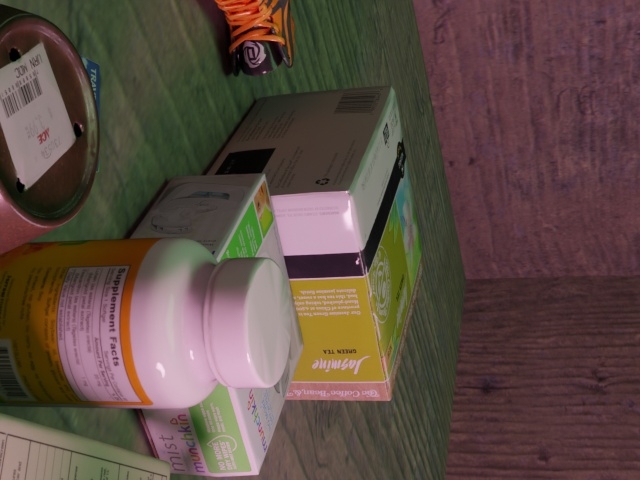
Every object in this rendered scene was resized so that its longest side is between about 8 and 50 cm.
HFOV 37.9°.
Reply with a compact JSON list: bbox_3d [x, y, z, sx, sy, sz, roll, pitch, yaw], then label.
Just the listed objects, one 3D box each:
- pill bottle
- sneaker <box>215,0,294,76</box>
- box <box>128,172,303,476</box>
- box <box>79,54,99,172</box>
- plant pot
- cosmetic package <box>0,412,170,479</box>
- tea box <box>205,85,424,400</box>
[{"bbox_3d":[-0.155,0.067,0.751,0.136,0.246,0.136,-2,90,-73],"label":"pill bottle"},{"bbox_3d":[-0.091,-0.309,1.216,0.321,0.125,0.180,-19,105,-72],"label":"sneaker"},{"bbox_3d":[-0.125,0.091,1.058,0.231,0.127,0.261,-69,152,-56],"label":"box"},{"bbox_3d":[-0.248,-0.120,0.823,0.178,0.043,0.108,15,74,-71],"label":"box"},{"bbox_3d":[-0.247,-0.056,0.497,0.215,0.231,0.215,-2,90,-72],"label":"plant pot"},{"bbox_3d":[-0.235,0.212,0.675,0.296,0.129,0.153,52,40,-63],"label":"cosmetic package"},{"bbox_3d":[0.000,0.000,1.307,0.329,0.220,0.323,-67,150,-54],"label":"tea box"}]
